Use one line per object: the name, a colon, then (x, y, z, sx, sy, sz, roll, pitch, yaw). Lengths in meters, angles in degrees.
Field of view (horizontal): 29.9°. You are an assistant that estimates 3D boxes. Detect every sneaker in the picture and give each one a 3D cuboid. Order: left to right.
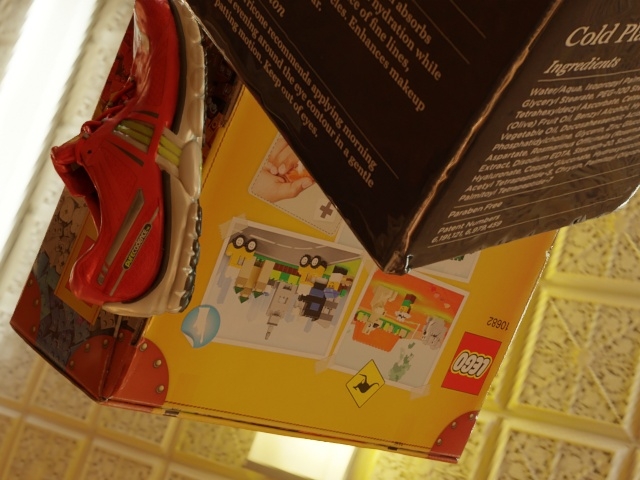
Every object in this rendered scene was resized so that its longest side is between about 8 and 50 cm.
sneaker: (-0.149, -0.079, 0.937, 0.118, 0.107, 0.279, 3, -111, -10)

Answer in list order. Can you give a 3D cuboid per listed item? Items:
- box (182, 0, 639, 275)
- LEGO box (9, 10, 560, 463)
box: (0.063, -0.222, 0.542, 0.343, 0.179, 0.312, 55, -42, 25)
LEGO box: (0.000, 0.000, 1.234, 0.193, 0.500, 0.372, 28, -83, 47)
